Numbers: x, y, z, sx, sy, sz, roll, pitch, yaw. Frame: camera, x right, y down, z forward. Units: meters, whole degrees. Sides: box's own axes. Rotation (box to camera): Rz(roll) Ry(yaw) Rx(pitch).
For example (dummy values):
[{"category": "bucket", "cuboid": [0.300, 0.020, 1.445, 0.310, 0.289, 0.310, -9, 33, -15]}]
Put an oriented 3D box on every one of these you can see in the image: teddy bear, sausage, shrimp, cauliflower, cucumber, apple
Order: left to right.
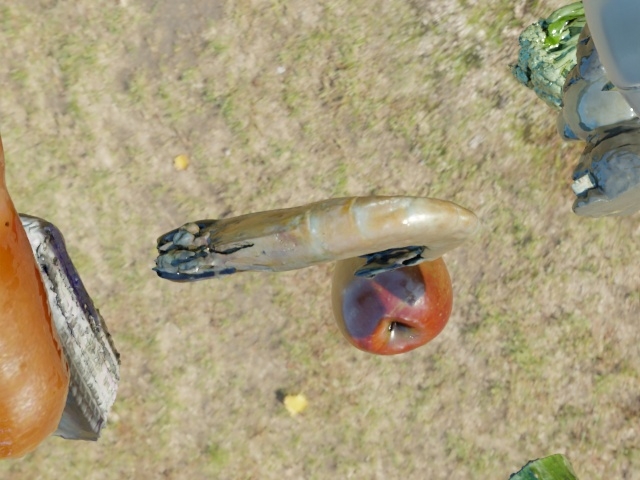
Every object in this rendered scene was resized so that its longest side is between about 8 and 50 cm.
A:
[{"category": "sausage", "cuboid": [-0.242, 0.020, 0.626, 0.094, 0.097, 0.348, 13, 132, 19]}, {"category": "shrimp", "cuboid": [0.000, 0.000, 0.642, 0.219, 0.152, 0.046, -8, 81, 13]}, {"category": "apple", "cuboid": [0.102, 0.074, 1.386, 0.181, 0.168, 0.181, -9, 135, -9]}, {"category": "cucumber", "cuboid": [0.362, 0.429, 1.344, 0.244, 0.134, 0.134, 53, 132, 33]}, {"category": "cauliflower", "cuboid": [0.455, -0.317, 1.502, 0.272, 0.275, 0.250, 18, 118, 48]}, {"category": "teddy bear", "cuboid": [0.380, -0.141, 1.198, 0.171, 0.250, 0.144, 12, 152, -28]}]

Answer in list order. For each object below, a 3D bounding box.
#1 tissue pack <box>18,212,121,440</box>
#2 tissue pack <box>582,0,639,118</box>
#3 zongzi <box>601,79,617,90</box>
[{"category": "tissue pack", "cuboid": [-0.359, 0.087, 0.983, 0.245, 0.123, 0.332, 6, 143, 8]}, {"category": "tissue pack", "cuboid": [0.317, -0.206, 0.577, 0.236, 0.333, 0.229, 49, 155, -14]}, {"category": "zongzi", "cuboid": [0.298, -0.140, 0.793, 0.113, 0.104, 0.052, -20, 82, 22]}]
